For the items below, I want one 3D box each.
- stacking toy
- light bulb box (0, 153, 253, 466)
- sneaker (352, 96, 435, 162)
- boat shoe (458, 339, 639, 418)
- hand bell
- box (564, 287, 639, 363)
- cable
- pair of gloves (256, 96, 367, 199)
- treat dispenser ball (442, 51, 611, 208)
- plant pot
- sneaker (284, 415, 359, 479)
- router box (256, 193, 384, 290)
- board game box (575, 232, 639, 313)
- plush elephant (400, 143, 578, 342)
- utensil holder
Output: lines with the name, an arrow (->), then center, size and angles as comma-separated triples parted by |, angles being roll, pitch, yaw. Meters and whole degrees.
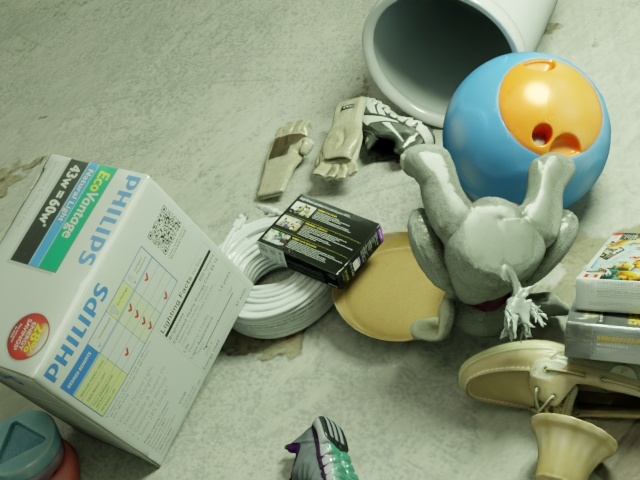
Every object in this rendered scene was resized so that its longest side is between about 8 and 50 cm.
stacking toy -> -0.561, 0.405, 1.799 | 0.308, 0.130, 0.280 | -14, 41, 8
light bulb box -> -0.341, 0.113, 1.789 | 0.225, 0.361, 0.358 | 13, 67, 33
sneaker -> 0.112, -0.217, 2.232 | 0.106, 0.078, 0.234 | -39, 46, -24
boat shoe -> 0.353, 0.218, 1.651 | 0.302, 0.109, 0.098 | -1, 43, 13
hand bell -> 0.312, 0.371, 1.522 | 0.126, 0.126, 0.242 | 9, 61, 30
box -> 0.462, 0.118, 1.652 | 0.183, 0.056, 0.231 | 5, 15, 17
cable -> -0.085, 0.062, 2.006 | 0.257, 0.089, 0.257 | 17, 54, 33
pair of gloves -> -0.014, -0.179, 2.241 | 0.240, 0.042, 0.204 | -17, 44, 29
treat dispenser ball -> 0.355, -0.182, 1.937 | 0.288, 0.288, 0.288 | -11, 42, 10
plant pot -> 0.138, 0.082, 1.909 | 0.236, 0.032, 0.236 | -4, 51, 5
sneaker -> 0.005, 0.372, 1.665 | 0.098, 0.083, 0.224 | -37, 36, 17
router box -> 0.000, 0.000, 1.937 | 0.179, 0.046, 0.133 | 23, 56, 32
board game box -> 0.513, 0.047, 1.693 | 0.193, 0.053, 0.305 | 3, 14, 24
plush elephant -> 0.258, 0.040, 1.748 | 0.271, 0.255, 0.330 | -3, 65, -9
utensil holder -> 0.300, -0.467, 2.245 | 0.327, 0.328, 0.385 | 5, 45, 26
